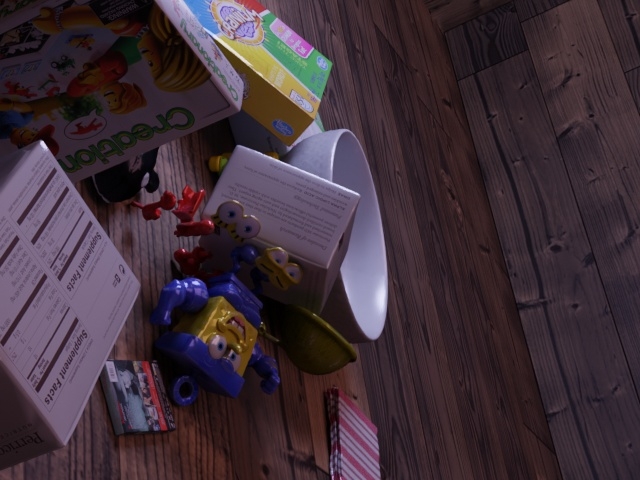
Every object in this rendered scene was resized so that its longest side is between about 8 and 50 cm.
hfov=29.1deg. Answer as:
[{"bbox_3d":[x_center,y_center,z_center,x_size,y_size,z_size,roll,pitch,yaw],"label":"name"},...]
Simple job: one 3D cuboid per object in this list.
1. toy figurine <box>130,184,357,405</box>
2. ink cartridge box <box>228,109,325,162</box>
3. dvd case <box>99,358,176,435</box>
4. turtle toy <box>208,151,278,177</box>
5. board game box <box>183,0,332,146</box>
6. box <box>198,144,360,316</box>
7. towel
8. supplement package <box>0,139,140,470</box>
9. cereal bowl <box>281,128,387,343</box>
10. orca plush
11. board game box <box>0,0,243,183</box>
[{"bbox_3d":[-0.131,0.127,1.562,0.362,0.191,0.217,50,54,-37],"label":"toy figurine"},{"bbox_3d":[-0.065,-0.175,2.076,0.212,0.093,0.154,21,48,-66],"label":"ink cartridge box"},{"bbox_3d":[-0.208,0.178,1.404,0.119,0.013,0.087,17,53,-68],"label":"dvd case"},{"bbox_3d":[-0.111,-0.102,1.890,0.130,0.095,0.066,-28,117,-71],"label":"turtle toy"},{"bbox_3d":[-0.133,-0.310,1.912,0.316,0.064,0.242,38,27,-13],"label":"board game box"},{"bbox_3d":[-0.056,-0.009,1.641,0.181,0.182,0.119,100,14,-66],"label":"box"},{"bbox_3d":[0.052,0.340,1.916,0.144,0.029,0.197,50,27,-41],"label":"towel"},{"bbox_3d":[-0.296,0.076,0.890,0.145,0.262,0.204,58,21,-22],"label":"supplement package"},{"bbox_3d":[0.000,0.000,1.928,0.339,0.141,0.339,-9,90,-74],"label":"cereal bowl"},{"bbox_3d":[-0.218,-0.152,1.596,0.151,0.102,0.287,57,21,-13],"label":"orca plush"},{"bbox_3d":[-0.254,-0.150,1.198,0.193,0.305,0.053,52,27,-38],"label":"board game box"}]
